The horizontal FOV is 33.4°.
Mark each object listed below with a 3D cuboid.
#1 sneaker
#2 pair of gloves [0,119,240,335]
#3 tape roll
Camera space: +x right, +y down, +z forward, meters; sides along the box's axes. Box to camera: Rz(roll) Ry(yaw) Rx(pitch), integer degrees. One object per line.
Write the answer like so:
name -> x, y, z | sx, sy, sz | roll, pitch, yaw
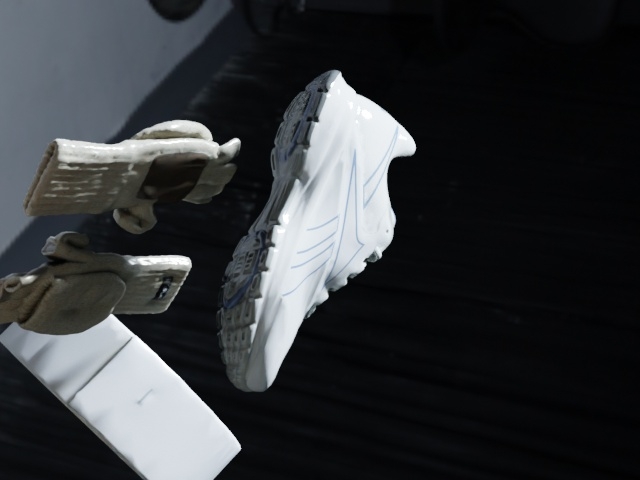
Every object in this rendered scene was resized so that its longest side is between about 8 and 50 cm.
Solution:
sneaker -> 0.000, 0.000, 0.951 | 0.111, 0.129, 0.297 | 1, -113, 68
pair of gloves -> -0.184, -0.010, 0.938 | 0.204, 0.042, 0.240 | -11, 142, -42
tape roll -> -0.223, 0.172, 1.190 | 0.100, 0.286, 0.286 | -46, 146, -15
